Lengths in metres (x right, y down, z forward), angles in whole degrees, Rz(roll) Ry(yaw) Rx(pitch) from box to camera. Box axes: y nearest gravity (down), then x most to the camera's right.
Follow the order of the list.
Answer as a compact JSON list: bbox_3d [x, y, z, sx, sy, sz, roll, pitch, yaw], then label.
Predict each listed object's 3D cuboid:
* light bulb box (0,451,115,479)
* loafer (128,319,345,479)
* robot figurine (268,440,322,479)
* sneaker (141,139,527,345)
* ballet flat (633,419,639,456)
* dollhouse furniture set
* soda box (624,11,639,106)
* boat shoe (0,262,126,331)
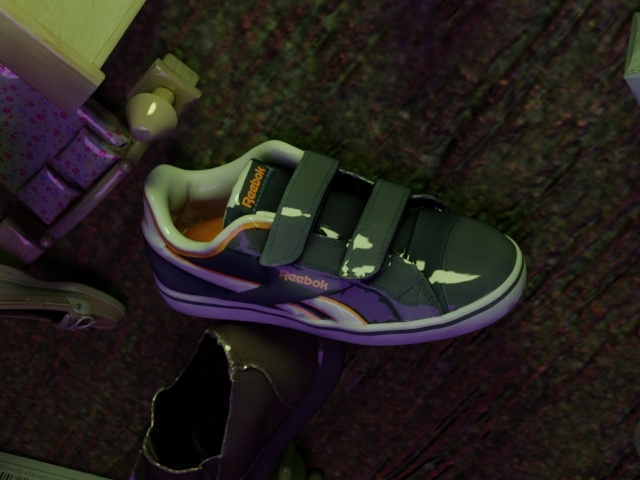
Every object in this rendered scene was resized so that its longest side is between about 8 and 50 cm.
[{"bbox_3d":[-0.355,0.420,1.667,0.358,0.225,0.361,14,132,6],"label":"light bulb box"},{"bbox_3d":[-0.115,0.177,1.430,0.130,0.134,0.366,-3,135,-39],"label":"loafer"},{"bbox_3d":[-0.049,0.239,1.522,0.101,0.067,0.115,6,131,-2],"label":"robot figurine"},{"bbox_3d":[0.000,0.000,1.271,0.321,0.126,0.127,1,134,19],"label":"sneaker"},{"bbox_3d":[0.370,0.122,1.301,0.250,0.058,0.084,-33,77,30],"label":"ballet flat"},{"bbox_3d":[-0.290,-0.115,1.243,0.303,0.174,0.355,39,129,-14],"label":"dollhouse furniture set"},{"bbox_3d":[0.323,-0.045,1.149,0.098,0.091,0.286,-17,121,29],"label":"soda box"},{"bbox_3d":[-0.247,0.061,1.423,0.153,0.048,0.056,20,153,-33],"label":"boat shoe"}]
